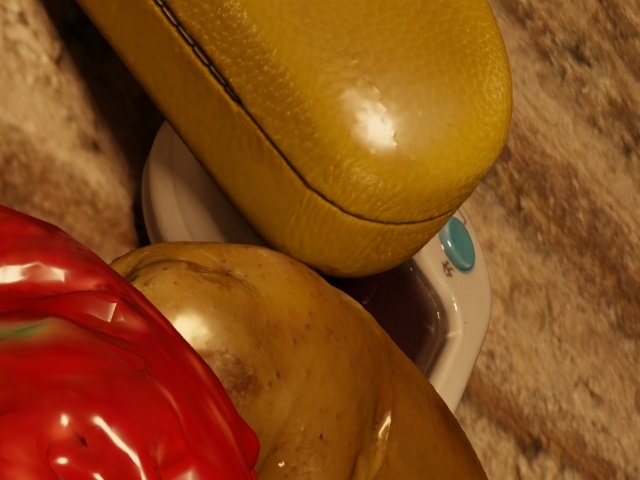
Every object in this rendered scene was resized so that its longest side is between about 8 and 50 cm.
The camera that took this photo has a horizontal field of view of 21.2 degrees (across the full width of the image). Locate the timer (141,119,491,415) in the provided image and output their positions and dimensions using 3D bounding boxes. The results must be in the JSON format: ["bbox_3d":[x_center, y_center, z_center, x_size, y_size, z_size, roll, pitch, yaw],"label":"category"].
[{"bbox_3d":[0.000,0.000,1.071,0.262,0.087,0.237,53,36,-17],"label":"timer"}]

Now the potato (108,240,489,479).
[{"bbox_3d":[-0.022,0.132,0.899,0.369,0.176,0.195,41,39,-39],"label":"potato"}]

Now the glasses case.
[{"bbox_3d":[-0.030,-0.159,0.964,0.173,0.141,0.371,-17,63,-45],"label":"glasses case"}]

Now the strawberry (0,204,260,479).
[{"bbox_3d":[-0.126,0.147,0.640,0.345,0.318,0.295,43,52,-49],"label":"strawberry"}]
